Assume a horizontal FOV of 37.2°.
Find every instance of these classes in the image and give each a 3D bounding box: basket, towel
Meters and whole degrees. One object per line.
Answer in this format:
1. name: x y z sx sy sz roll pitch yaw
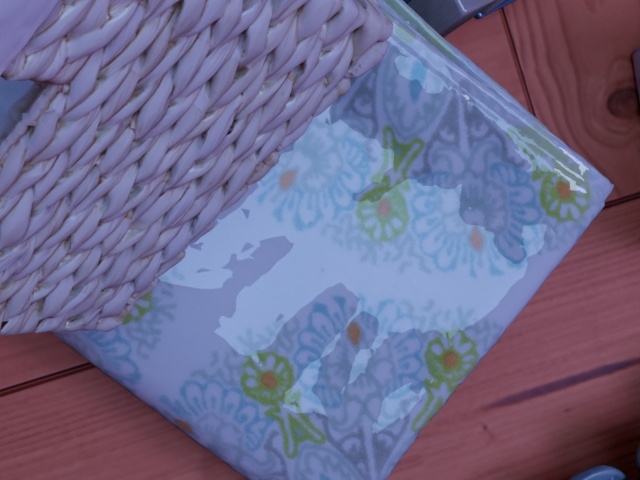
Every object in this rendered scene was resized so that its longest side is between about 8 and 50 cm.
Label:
1. basket: -0.198 -0.152 0.560 0.328 0.266 0.331 -43 65 22
2. towel: 0.000 0.000 0.747 0.321 0.090 0.374 39 92 -5

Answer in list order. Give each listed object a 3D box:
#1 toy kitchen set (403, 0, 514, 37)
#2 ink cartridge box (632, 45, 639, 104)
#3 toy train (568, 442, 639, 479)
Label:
1. toy kitchen set: 0.115 -0.274 0.828 0.207 0.122 0.166 -31 93 -33
2. ink cartridge box: 0.452 -0.108 0.828 0.270 0.197 0.198 -8 87 -12
3. toy train: 0.338 0.234 0.791 0.334 0.142 0.190 -33 124 -6
